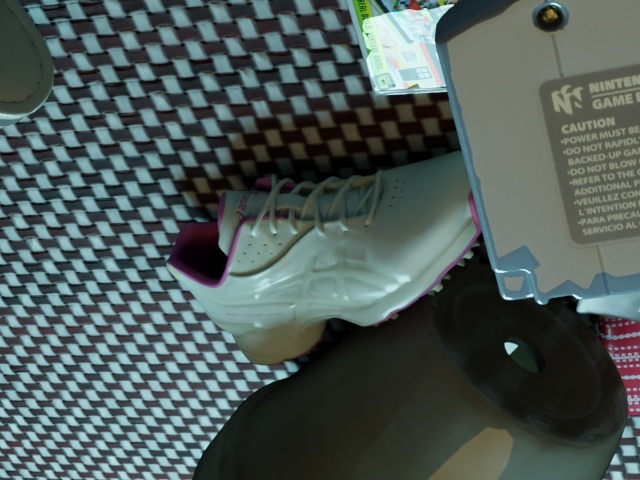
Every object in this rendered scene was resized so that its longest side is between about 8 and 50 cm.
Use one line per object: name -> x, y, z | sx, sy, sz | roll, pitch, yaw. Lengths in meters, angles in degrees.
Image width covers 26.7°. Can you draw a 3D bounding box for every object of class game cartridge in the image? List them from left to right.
game cartridge -> 0.218, -0.075, 0.686 | 0.297, 0.062, 0.198 | -9, 114, 16

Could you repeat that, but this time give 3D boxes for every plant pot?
plant pot -> 0.096, 0.180, 1.104 | 0.323, 0.323, 0.280 | 26, 123, -14

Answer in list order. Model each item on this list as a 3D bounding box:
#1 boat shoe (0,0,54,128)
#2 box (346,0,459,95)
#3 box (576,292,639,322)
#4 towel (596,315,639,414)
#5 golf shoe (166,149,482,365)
boat shoe -> -0.339, -0.171, 0.931 | 0.324, 0.117, 0.097 | 30, 143, -13
box -> 0.068, -0.182, 0.853 | 0.114, 0.036, 0.207 | -2, 138, 18
box -> 0.279, -0.049, 0.842 | 0.203, 0.168, 0.167 | 9, 140, 7
towel -> 0.320, 0.065, 1.079 | 0.198, 0.031, 0.275 | 1, 139, 17
golf shoe -> 0.000, 0.000, 1.036 | 0.140, 0.115, 0.306 | 39, 134, -23
